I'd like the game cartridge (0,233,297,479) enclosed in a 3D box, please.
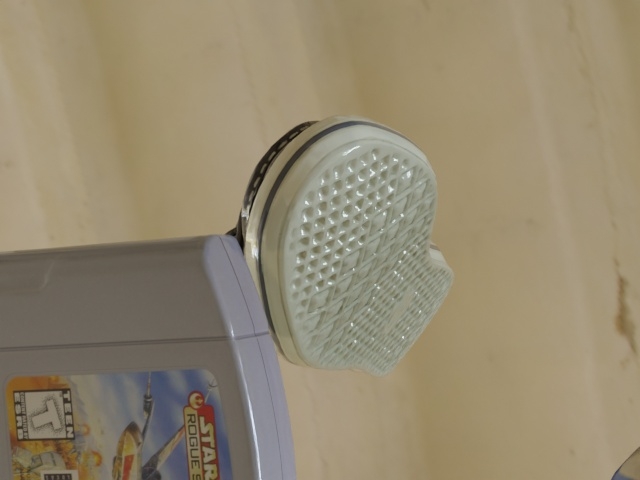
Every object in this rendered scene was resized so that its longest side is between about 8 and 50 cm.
[{"bbox_3d":[-0.110,0.148,1.034,0.198,0.062,0.297,-5,-90,32],"label":"game cartridge"}]

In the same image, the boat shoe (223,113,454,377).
[{"bbox_3d":[0.000,0.000,1.367,0.156,0.500,0.187,37,-93,14],"label":"boat shoe"}]

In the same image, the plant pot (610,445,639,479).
[{"bbox_3d":[0.224,0.104,0.446,0.236,0.212,0.236,-39,-164,-10],"label":"plant pot"}]
